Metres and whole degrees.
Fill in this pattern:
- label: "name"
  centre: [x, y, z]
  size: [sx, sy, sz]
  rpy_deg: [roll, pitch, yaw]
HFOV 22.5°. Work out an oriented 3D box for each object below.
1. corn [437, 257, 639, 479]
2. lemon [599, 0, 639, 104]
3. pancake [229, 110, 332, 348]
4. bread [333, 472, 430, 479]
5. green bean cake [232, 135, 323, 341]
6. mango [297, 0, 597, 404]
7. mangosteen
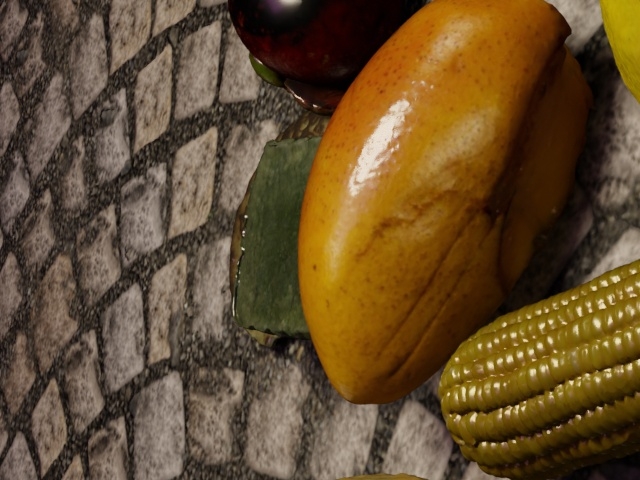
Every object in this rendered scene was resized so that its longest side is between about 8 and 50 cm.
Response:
- label: "corn"
  centre: [0.220, 0.078, 1.121]
  size: [0.344, 0.131, 0.131]
  rpy_deg: [-33, 54, 48]
- label: "lemon"
  centre: [0.288, -0.178, 0.999]
  size: [0.240, 0.240, 0.219]
  rpy_deg: [-46, 34, 40]
- label: "pancake"
  centre: [-0.005, -0.002, 1.582]
  size: [0.288, 0.033, 0.286]
  rpy_deg: [-56, 40, 32]
- label: "bread"
  centre: [0.027, 0.308, 1.339]
  size: [0.244, 0.134, 0.245]
  rpy_deg: [-30, 52, 50]
- label: "green bean cake"
  centre: [0.000, 0.000, 1.457]
  size: [0.185, 0.094, 0.184]
  rpy_deg: [1, 84, 57]
- label: "mango"
  centre: [0.090, -0.033, 1.301]
  size: [0.350, 0.199, 0.201]
  rpy_deg: [-63, -10, 2]
- label: "mangosteen"
  centre: [-0.005, -0.215, 1.538]
  size: [0.200, 0.199, 0.200]
  rpy_deg: [-24, 61, 52]
